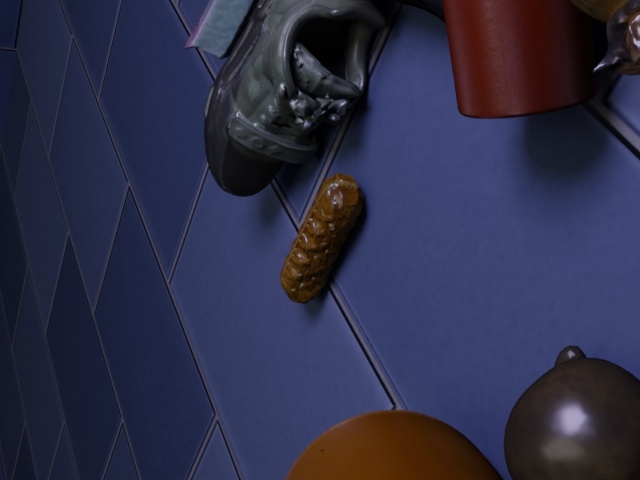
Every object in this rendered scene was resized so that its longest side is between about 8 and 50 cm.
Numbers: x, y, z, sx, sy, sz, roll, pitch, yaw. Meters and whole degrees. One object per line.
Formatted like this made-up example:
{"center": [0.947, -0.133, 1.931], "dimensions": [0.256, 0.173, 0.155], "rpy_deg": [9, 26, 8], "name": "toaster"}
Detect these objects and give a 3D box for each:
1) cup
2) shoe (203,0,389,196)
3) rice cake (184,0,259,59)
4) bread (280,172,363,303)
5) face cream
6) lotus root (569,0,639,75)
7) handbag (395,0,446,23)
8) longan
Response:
{"center": [0.081, 0.227, 0.525], "dimensions": [0.226, 0.182, 0.264], "rpy_deg": [42, 173, -1], "name": "cup"}
{"center": [-0.030, -0.139, 0.815], "dimensions": [0.293, 0.109, 0.149], "rpy_deg": [-64, 34, 29], "name": "shoe"}
{"center": [-0.046, -0.308, 0.824], "dimensions": [0.290, 0.051, 0.081], "rpy_deg": [-55, 4, 21], "name": "rice cake"}
{"center": [0.000, 0.000, 0.833], "dimensions": [0.052, 0.044, 0.157], "rpy_deg": [59, 137, 36], "name": "bread"}
{"center": [0.121, -0.193, 0.529], "dimensions": [0.096, 0.095, 0.214], "rpy_deg": [19, 124, 57], "name": "face cream"}
{"center": [0.196, -0.200, 0.421], "dimensions": [0.154, 0.140, 0.257], "rpy_deg": [10, 91, 29], "name": "lotus root"}
{"center": [0.083, -0.283, 0.646], "dimensions": [0.254, 0.088, 0.211], "rpy_deg": [36, 116, 38], "name": "handbag"}
{"center": [0.164, 0.121, 0.517], "dimensions": [0.119, 0.106, 0.106], "rpy_deg": [-91, 23, -48], "name": "longan"}
